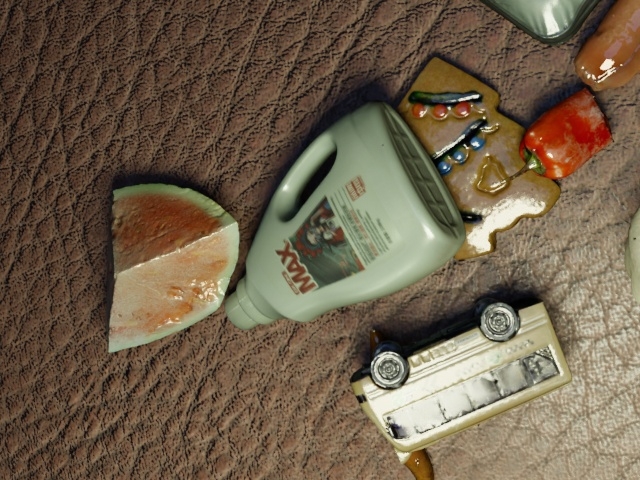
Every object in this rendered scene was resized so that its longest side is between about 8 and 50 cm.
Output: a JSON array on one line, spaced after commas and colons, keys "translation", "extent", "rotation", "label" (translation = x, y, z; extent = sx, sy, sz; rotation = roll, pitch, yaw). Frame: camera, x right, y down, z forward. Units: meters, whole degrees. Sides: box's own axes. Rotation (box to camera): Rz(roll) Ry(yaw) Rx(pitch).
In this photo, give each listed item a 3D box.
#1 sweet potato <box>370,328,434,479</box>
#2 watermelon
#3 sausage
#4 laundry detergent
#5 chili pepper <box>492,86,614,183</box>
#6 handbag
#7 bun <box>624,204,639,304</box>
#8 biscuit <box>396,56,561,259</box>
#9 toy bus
[{"translation": [0.116, 0.260, 1.351], "extent": [0.057, 0.057, 0.265], "rotation": [-15, 92, 19], "label": "sweet potato"}, {"translation": [-0.248, 0.031, 1.412], "extent": [0.260, 0.176, 0.256], "rotation": [-14, 96, -3], "label": "watermelon"}, {"translation": [0.497, -0.368, 1.170], "extent": [0.419, 0.094, 0.094], "rotation": [-50, 48, 15], "label": "sausage"}, {"translation": [0.000, 0.000, 1.327], "extent": [0.397, 0.124, 0.264], "rotation": [-36, 73, 31], "label": "laundry detergent"}, {"translation": [0.317, -0.128, 1.222], "extent": [0.192, 0.084, 0.086], "rotation": [-34, 53, -5], "label": "chili pepper"}, {"translation": [0.263, -0.437, 1.261], "extent": [0.332, 0.075, 0.192], "rotation": [39, 107, 10], "label": "handbag"}, {"translation": [0.519, 0.052, 1.153], "extent": [0.263, 0.175, 0.263], "rotation": [-2, 58, 3], "label": "bun"}, {"translation": [0.192, -0.122, 1.310], "extent": [0.278, 0.043, 0.302], "rotation": [-16, 87, 19], "label": "biscuit"}, {"translation": [0.194, 0.188, 1.249], "extent": [0.289, 0.139, 0.157], "rotation": [-24, 88, 2], "label": "toy bus"}]
